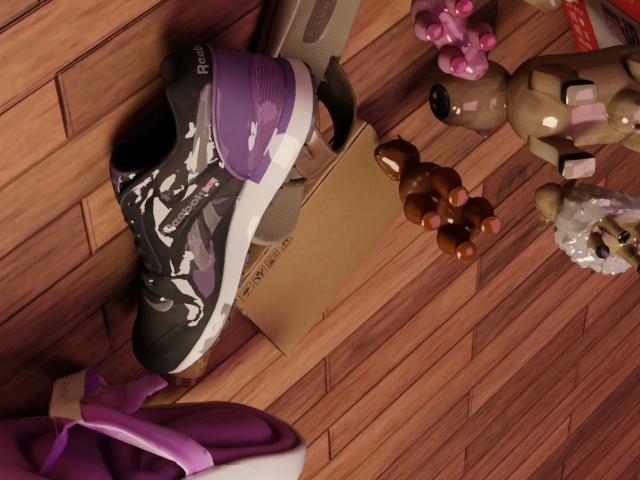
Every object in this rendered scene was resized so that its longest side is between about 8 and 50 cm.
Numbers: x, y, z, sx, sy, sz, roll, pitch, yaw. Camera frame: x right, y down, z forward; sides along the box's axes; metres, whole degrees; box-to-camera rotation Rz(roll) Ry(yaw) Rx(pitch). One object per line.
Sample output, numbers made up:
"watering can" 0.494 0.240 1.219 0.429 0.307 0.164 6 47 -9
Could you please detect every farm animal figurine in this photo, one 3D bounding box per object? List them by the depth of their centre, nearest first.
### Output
"farm animal figurine" 0.193 -0.149 1.453 0.326 0.172 0.330 11 109 -21

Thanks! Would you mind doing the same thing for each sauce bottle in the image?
"sauce bottle" -0.104 0.063 1.373 0.042 0.042 0.128 -19 137 -49

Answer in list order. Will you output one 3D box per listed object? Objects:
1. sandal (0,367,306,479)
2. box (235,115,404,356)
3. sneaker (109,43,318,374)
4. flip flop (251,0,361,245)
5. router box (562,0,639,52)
"sandal" -0.152 0.146 1.275 0.416 0.169 0.102 0 108 -62
"box" 0.000 0.000 1.492 0.201 0.021 0.164 -52 152 -8
"sneaker" -0.114 -0.027 1.232 0.124 0.107 0.283 10 119 -27
"flip flop" -0.009 -0.111 1.296 0.112 0.080 0.277 -14 132 -51
"router box" 0.383 -0.153 1.626 0.082 0.301 0.335 -44 151 -3
